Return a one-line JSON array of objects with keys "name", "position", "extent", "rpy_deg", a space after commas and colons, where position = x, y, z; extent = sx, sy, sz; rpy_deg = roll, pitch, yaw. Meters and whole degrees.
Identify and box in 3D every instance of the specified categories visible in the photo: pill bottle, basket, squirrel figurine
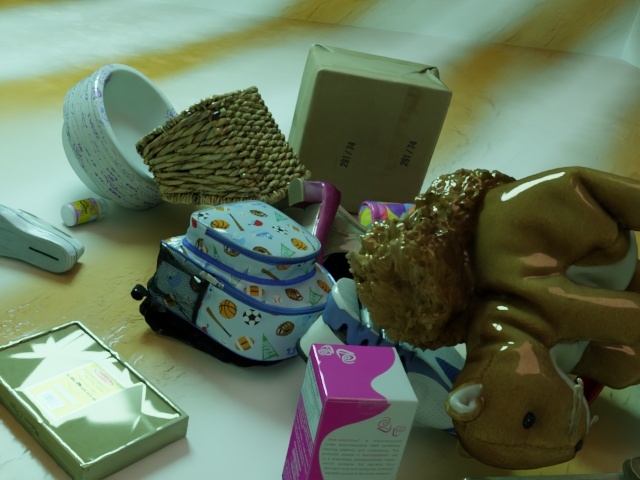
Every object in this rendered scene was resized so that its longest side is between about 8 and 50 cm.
[{"name": "pill bottle", "position": [-0.442, -0.056, 1.565], "extent": [0.043, 0.043, 0.083], "rpy_deg": [30, 33, 30]}, {"name": "basket", "position": [-0.186, -0.137, 1.558], "extent": [0.223, 0.214, 0.299], "rpy_deg": [59, 18, -6]}, {"name": "squirrel figurine", "position": [0.233, 0.098, 1.099], "extent": [0.397, 0.281, 0.370], "rpy_deg": [23, 72, 20]}]

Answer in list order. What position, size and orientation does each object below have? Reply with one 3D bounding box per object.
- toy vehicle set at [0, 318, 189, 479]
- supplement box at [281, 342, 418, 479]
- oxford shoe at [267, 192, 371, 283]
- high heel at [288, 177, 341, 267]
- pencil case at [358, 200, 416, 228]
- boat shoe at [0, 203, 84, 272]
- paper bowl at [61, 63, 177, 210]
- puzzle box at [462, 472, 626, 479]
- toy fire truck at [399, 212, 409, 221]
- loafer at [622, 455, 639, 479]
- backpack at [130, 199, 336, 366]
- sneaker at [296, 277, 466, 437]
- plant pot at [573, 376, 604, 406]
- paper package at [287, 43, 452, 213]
[{"name": "toy vehicle set", "position": [-0.327, 0.209, 1.128], "extent": [0.267, 0.035, 0.166], "rpy_deg": [32, 33, 32]}, {"name": "supplement box", "position": [0.030, 0.246, 1.011], "extent": [0.111, 0.220, 0.114], "rpy_deg": [6, 29, -14]}, {"name": "oxford shoe", "position": [0.000, 0.000, 1.567], "extent": [0.348, 0.123, 0.130], "rpy_deg": [23, 35, 22]}, {"name": "high heel", "position": [-0.002, 0.010, 1.493], "extent": [0.117, 0.082, 0.244], "rpy_deg": [10, 67, -43]}, {"name": "pencil case", "position": [0.192, -0.028, 1.726], "extent": [0.237, 0.104, 0.104], "rpy_deg": [5, 29, -19]}, {"name": "boat shoe", "position": [-0.515, -0.010, 1.428], "extent": [0.226, 0.083, 0.076], "rpy_deg": [28, 18, 3]}, {"name": "paper bowl", "position": [-0.392, -0.192, 1.640], "extent": [0.148, 0.284, 0.284], "rpy_deg": [-24, 19, 22]}, {"name": "puzzle box", "position": [0.403, 0.408, 1.047], "extent": [0.409, 0.052, 0.272], "rpy_deg": [3, 30, -18]}, {"name": "toy fire truck", "position": [0.254, 0.055, 1.560], "extent": [0.247, 0.158, 0.217], "rpy_deg": [9, 26, 18]}, {"name": "loafer", "position": [0.468, 0.333, 1.102], "extent": [0.056, 0.050, 0.148], "rpy_deg": [-7, 33, -34]}, {"name": "backpack", "position": [-0.104, 0.067, 1.322], "extent": [0.263, 0.213, 0.277], "rpy_deg": [38, 32, 21]}, {"name": "sneaker", "position": [0.087, 0.205, 1.221], "extent": [0.315, 0.182, 0.127], "rpy_deg": [38, 25, -16]}, {"name": "plant pot", "position": [0.366, 0.166, 1.341], "extent": [0.191, 0.191, 0.174], "rpy_deg": [-12, 30, -39]}, {"name": "paper package", "position": [0.093, -0.230, 1.814], "extent": [0.310, 0.324, 0.168], "rpy_deg": [8, 29, -11]}]
